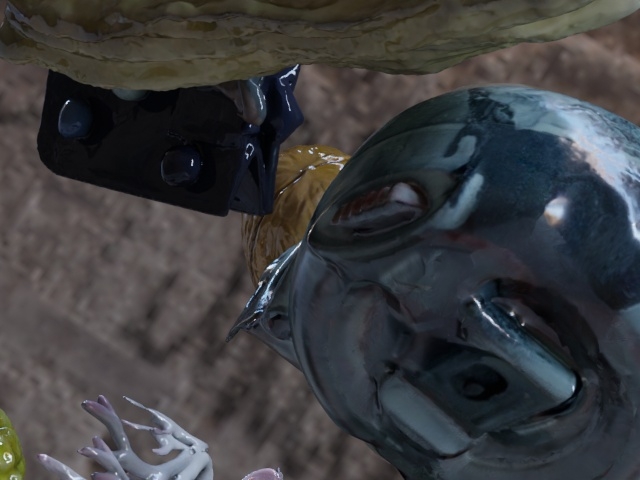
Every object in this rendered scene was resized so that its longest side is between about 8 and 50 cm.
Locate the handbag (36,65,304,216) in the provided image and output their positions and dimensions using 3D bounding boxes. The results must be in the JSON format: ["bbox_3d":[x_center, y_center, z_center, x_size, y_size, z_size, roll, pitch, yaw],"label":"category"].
[{"bbox_3d":[-0.105,-0.192,1.595,0.269,0.325,0.118,13,9,40],"label":"handbag"}]

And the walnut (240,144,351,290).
[{"bbox_3d":[0.000,0.000,1.956,0.165,0.165,0.197,31,-35,23],"label":"walnut"}]

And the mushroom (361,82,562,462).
[{"bbox_3d":[0.121,0.047,1.428,0.297,0.297,0.290,34,-22,-5],"label":"mushroom"}]

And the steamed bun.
[{"bbox_3d":[0.016,-0.203,1.182,0.428,0.247,0.189,-4,-14,32],"label":"steamed bun"}]

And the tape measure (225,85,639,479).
[{"bbox_3d":[0.105,0.047,1.150,0.256,0.147,0.275,37,-45,-7],"label":"tape measure"}]

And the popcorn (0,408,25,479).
[{"bbox_3d":[-0.442,0.257,2.124,0.251,0.206,0.237,-20,-76,48],"label":"popcorn"}]

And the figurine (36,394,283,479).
[{"bbox_3d":[-0.129,0.284,1.684,0.284,0.206,0.315,9,44,-48],"label":"figurine"}]
